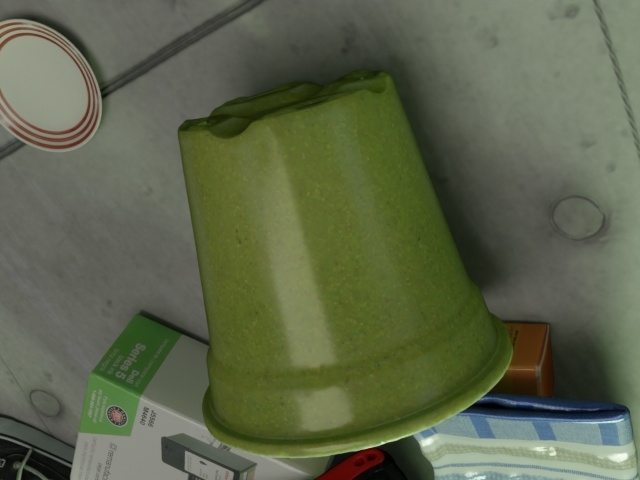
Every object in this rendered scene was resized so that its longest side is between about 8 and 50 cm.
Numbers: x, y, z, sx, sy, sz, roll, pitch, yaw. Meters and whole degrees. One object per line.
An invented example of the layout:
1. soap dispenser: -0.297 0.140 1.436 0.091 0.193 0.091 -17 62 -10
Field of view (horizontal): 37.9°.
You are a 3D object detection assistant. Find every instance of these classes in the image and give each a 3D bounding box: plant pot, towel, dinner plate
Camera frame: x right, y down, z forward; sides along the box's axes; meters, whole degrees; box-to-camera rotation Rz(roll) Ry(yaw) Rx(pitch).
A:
1. plant pot: 0.000 0.000 0.787 0.276 0.276 0.254 -7 107 26
2. towel: 0.203 0.227 0.914 0.209 0.034 0.285 0 144 21
3. dinner plate: -0.277 -0.153 0.924 0.141 0.017 0.141 11 126 16

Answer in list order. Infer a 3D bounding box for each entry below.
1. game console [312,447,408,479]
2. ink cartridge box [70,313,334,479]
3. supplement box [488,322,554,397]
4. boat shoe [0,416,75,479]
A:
1. game console: 0.007 0.433 1.029 0.342 0.060 0.386 -36 123 -5
2. ink cartridge box: -0.128 0.235 1.061 0.273 0.115 0.198 24 127 5
3. supplement box: 0.107 0.126 0.920 0.233 0.080 0.078 0 121 20
4. boat shoe: -0.382 0.329 1.233 0.306 0.105 0.113 21 127 7
